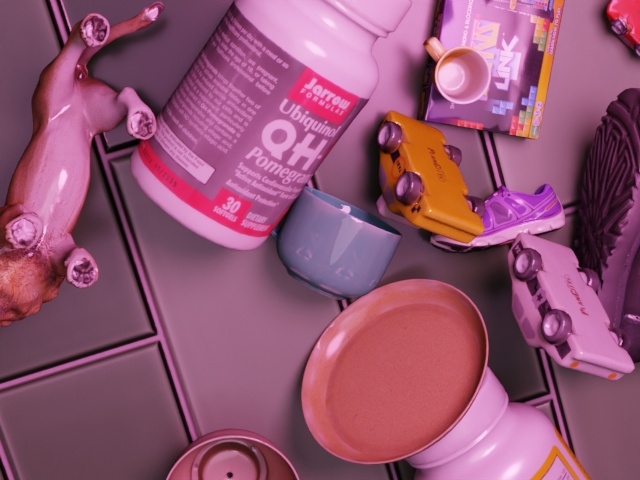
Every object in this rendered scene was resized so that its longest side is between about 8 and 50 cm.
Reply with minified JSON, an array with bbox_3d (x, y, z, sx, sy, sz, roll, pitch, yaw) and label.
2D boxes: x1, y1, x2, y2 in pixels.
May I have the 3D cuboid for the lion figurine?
[{"bbox_3d":[-0.294,-0.074,1.135,0.142,0.240,0.392,31,77,-27],"label":"lion figurine"}]

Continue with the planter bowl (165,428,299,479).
[{"bbox_3d":[-0.105,0.291,1.231,0.162,0.109,0.162,-1,98,-6],"label":"planter bowl"}]

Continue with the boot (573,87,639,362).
[{"bbox_3d":[0.532,-0.007,1.212,0.445,0.146,0.367,1,127,-4],"label":"boot"}]

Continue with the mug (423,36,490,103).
[{"bbox_3d":[0.151,-0.192,1.168,0.062,0.064,0.078,-10,99,-4],"label":"mug"}]

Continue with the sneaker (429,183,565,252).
[{"bbox_3d":[0.208,-0.027,1.257,0.169,0.068,0.071,-14,84,-13],"label":"sneaker"}]

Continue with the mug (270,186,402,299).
[{"bbox_3d":[0.009,0.004,1.205,0.129,0.157,0.097,21,98,-34],"label":"mug"}]

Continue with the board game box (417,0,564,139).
[{"bbox_3d":[0.199,-0.213,1.228,0.141,0.048,0.170,8,97,-9],"label":"board game box"}]

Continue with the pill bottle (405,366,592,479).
[{"bbox_3d":[0.230,0.316,1.236,0.188,0.188,0.334,-36,100,-1],"label":"pill bottle"}]

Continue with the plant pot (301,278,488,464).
[{"bbox_3d":[0.086,0.151,1.192,0.236,0.236,0.032,-41,132,0],"label":"plant pot"}]

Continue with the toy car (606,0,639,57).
[{"bbox_3d":[0.435,-0.180,1.259,0.239,0.053,0.225,9,97,-8],"label":"toy car"}]

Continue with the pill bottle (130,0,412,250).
[{"bbox_3d":[-0.049,-0.160,1.108,0.176,0.176,0.318,34,106,-10],"label":"pill bottle"}]

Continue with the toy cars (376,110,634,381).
[{"bbox_3d":[0.182,0.014,1.153,0.393,0.176,0.087,45,122,15],"label":"toy cars"}]
